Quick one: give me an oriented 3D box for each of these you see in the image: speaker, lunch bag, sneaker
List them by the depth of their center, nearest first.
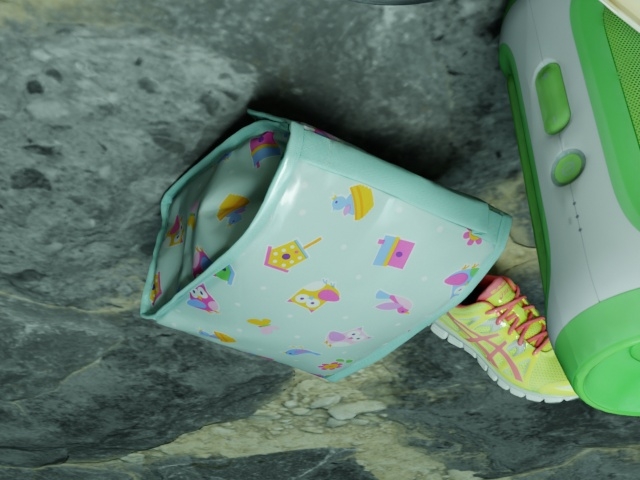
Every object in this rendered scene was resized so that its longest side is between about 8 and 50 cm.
[{"bbox_3d":[0.188,-0.048,0.522,0.131,0.296,0.131,0,145,0],"label":"speaker"},{"bbox_3d":[0.000,0.000,0.714,0.223,0.160,0.262,22,145,-26],"label":"lunch bag"},{"bbox_3d":[0.186,0.084,0.832,0.208,0.081,0.094,28,141,33],"label":"sneaker"}]

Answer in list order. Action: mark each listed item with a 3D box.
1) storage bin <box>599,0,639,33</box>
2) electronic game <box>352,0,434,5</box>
[{"bbox_3d":[0.293,-0.201,0.425,0.260,0.123,0.262,19,138,-37],"label":"storage bin"},{"bbox_3d":[0.062,-0.228,0.483,0.229,0.048,0.229,-6,148,-4],"label":"electronic game"}]
